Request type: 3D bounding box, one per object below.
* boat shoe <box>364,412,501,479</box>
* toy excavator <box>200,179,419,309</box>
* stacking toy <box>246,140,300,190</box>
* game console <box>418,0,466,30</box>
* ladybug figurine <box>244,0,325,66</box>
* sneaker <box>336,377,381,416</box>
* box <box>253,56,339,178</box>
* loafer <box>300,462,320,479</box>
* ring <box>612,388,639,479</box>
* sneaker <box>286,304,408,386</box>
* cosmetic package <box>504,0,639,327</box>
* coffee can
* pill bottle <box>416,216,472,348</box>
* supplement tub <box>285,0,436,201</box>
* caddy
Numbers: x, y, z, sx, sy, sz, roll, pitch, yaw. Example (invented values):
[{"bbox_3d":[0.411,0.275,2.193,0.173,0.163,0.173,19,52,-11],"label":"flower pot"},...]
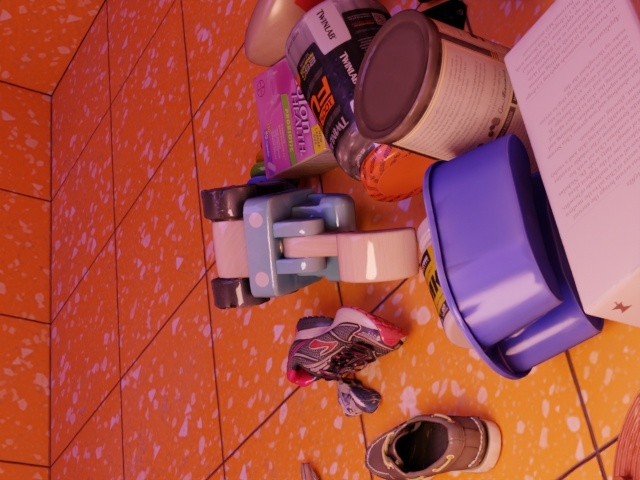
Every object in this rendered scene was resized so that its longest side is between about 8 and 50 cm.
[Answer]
[{"bbox_3d":[0.152,0.322,1.902,0.305,0.091,0.109,-24,56,55],"label":"boat shoe"},{"bbox_3d":[0.000,0.000,2.173,0.445,0.433,0.222,-4,95,21],"label":"toy excavator"},{"bbox_3d":[-0.088,-0.138,2.541,0.141,0.141,0.330,-21,52,57],"label":"stacking toy"},{"bbox_3d":[0.196,-0.458,2.246,0.213,0.044,0.361,-10,68,59],"label":"game console"},{"bbox_3d":[-0.006,-0.540,2.460,0.305,0.162,0.449,143,151,-82],"label":"ladybug figurine"},{"bbox_3d":[0.066,0.284,2.133,0.135,0.052,0.058,-150,66,-68],"label":"sneaker"},{"bbox_3d":[-0.016,-0.250,2.394,0.243,0.117,0.213,-20,76,57],"label":"box"},{"bbox_3d":[-0.009,0.452,2.198,0.125,0.039,0.045,-103,6,-46],"label":"loafer"},{"bbox_3d":[0.458,0.276,1.440,0.336,0.032,0.336,-36,46,49],"label":"ring"},{"bbox_3d":[0.045,0.191,2.113,0.299,0.121,0.112,-23,43,58],"label":"sneaker"},{"bbox_3d":[0.412,-0.133,1.578,0.230,0.162,0.453,-48,38,40],"label":"cosmetic package"},{"bbox_3d":[0.218,-0.209,1.843,0.201,0.275,0.201,-36,47,50],"label":"coffee can"},{"bbox_3d":[0.221,0.054,1.879,0.119,0.119,0.208,-55,34,32],"label":"pill bottle"},{"bbox_3d":[0.088,-0.246,2.124,0.207,0.207,0.338,-51,52,37],"label":"supplement tub"},{"bbox_3d":[0.248,0.022,1.687,0.179,0.241,0.341,-28,50,28],"label":"caddy"}]
